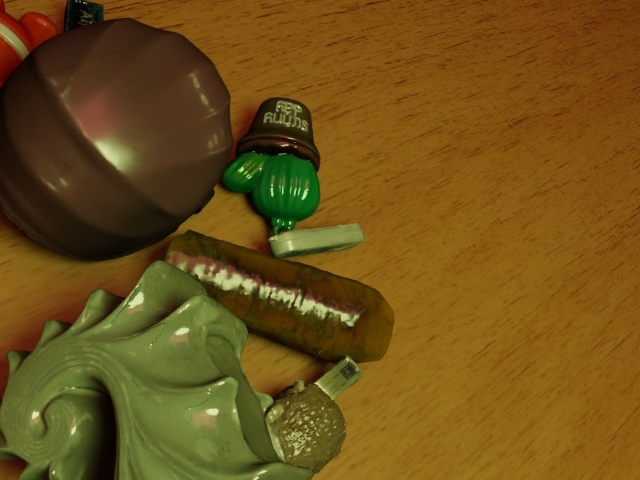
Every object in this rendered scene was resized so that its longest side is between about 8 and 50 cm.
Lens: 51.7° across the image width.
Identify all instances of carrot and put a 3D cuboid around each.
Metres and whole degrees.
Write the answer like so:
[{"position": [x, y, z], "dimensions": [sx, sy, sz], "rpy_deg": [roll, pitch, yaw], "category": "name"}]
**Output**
[{"position": [-0.054, 0.076, 0.839], "dimensions": [0.302, 0.114, 0.114], "rpy_deg": [20, 59, -12], "category": "carrot"}]

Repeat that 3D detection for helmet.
[{"position": [-0.218, -0.142, 0.778], "dimensions": [0.271, 0.197, 0.338], "rpy_deg": [53, 47, -11], "category": "helmet"}]

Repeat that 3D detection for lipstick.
[{"position": [-0.318, -0.177, 0.867], "dimensions": [0.051, 0.051, 0.312], "rpy_deg": [8, 65, -28], "category": "lipstick"}]

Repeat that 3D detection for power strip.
[{"position": [0.000, 0.000, 0.915], "dimensions": [0.191, 0.047, 0.030], "rpy_deg": [-6, 75, -46], "category": "power strip"}]

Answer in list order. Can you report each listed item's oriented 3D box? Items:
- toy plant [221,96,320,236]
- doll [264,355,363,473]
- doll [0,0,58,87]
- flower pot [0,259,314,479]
[{"position": [-0.065, -0.099, 0.926], "dimensions": [0.143, 0.105, 0.200], "rpy_deg": [11, 72, -14], "category": "toy plant"}, {"position": [-0.034, 0.223, 0.776], "dimensions": [0.221, 0.105, 0.115], "rpy_deg": [-32, 71, -37], "category": "doll"}, {"position": [-0.447, -0.183, 0.790], "dimensions": [0.200, 0.105, 0.336], "rpy_deg": [26, 49, -13], "category": "doll"}, {"position": [-0.149, 0.220, 0.619], "dimensions": [0.254, 0.164, 0.367], "rpy_deg": [-32, 64, 2], "category": "flower pot"}]
